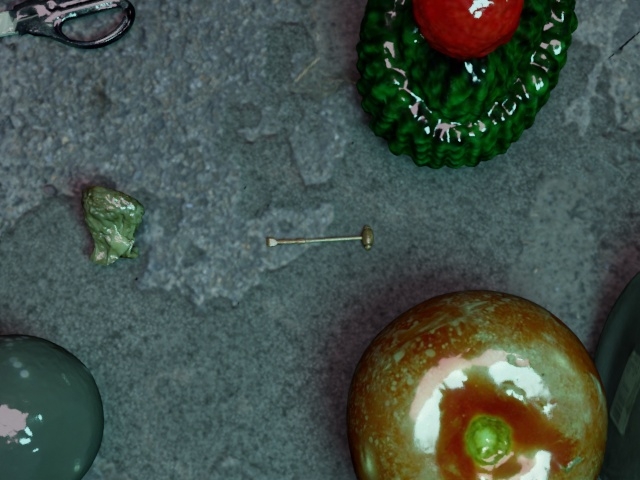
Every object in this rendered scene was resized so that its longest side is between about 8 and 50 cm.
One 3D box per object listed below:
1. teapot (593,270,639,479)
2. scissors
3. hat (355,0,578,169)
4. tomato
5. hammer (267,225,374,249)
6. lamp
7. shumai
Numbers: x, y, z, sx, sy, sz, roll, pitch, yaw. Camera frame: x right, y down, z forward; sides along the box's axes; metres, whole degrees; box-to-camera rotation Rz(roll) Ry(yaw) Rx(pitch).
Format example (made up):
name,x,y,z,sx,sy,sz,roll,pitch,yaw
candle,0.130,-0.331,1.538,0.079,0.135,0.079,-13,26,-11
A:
name,x,y,z,sx,sy,sz,roll,pitch,yaw
teapot,0.478,0.213,1.311,0.361,0.305,0.376,14,105,-8
scissors,-0.366,-0.253,1.462,0.300,0.022,0.109,-13,76,-7
hat,0.164,-0.230,1.338,0.242,0.332,0.274,5,80,-1
tomato,0.158,0.184,1.308,0.270,0.222,0.270,0,99,-3
hammer,0.000,0.000,1.440,0.122,0.014,0.029,-3,70,-2
lamp,-0.351,0.240,1.277,0.182,0.182,0.314,35,79,4
shumai,-0.238,-0.014,1.397,0.083,0.082,0.080,15,77,23
